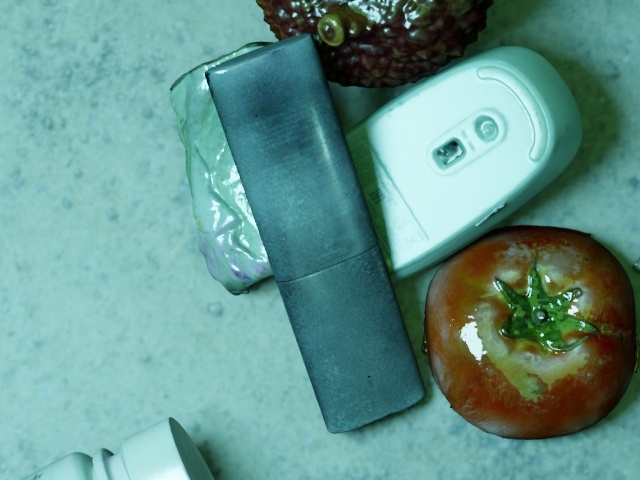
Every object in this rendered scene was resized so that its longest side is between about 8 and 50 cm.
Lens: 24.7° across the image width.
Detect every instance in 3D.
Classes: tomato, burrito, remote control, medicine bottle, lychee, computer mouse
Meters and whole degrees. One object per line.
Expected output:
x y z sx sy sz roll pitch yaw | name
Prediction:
0.206 0.082 1.416 0.225 0.085 0.225 -1 80 6 | tomato
-0.081 -0.068 1.432 0.144 0.089 0.229 -20 75 36 | burrito
0.000 0.000 1.372 0.107 0.044 0.378 -20 109 -5 | remote control
-0.234 0.295 1.362 0.293 0.170 0.170 -29 81 -1 | medicine bottle
0.060 -0.267 1.402 0.236 0.236 0.271 24 53 6 | lychee
0.119 -0.074 1.435 0.288 0.097 0.159 -34 84 16 | computer mouse

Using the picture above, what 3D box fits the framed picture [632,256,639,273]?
0.470 0.038 1.440 0.265 0.018 0.192 40 85 8 | framed picture
